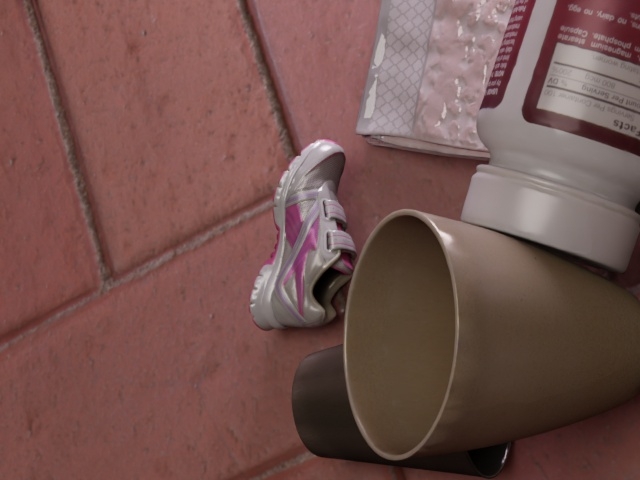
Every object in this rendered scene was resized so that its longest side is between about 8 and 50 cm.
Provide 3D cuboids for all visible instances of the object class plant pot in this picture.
[{"bbox_3d":[0.199,0.105,1.790,0.256,0.274,0.257,-175,90,-65],"label":"plant pot"}]

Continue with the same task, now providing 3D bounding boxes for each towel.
[{"bbox_3d":[0.191,-0.265,2.066,0.317,0.053,0.332,9,87,43],"label":"towel"}]

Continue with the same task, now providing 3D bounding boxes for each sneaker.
[{"bbox_3d":[0.000,0.000,2.131,0.111,0.103,0.252,12,89,27],"label":"sneaker"}]

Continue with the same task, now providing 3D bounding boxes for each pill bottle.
[{"bbox_3d":[0.300,-0.177,1.835,0.224,0.224,0.392,18,90,32],"label":"pill bottle"}]

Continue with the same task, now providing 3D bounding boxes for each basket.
[{"bbox_3d":[0.093,0.185,1.994,0.226,0.154,0.204,-10,70,31],"label":"basket"}]

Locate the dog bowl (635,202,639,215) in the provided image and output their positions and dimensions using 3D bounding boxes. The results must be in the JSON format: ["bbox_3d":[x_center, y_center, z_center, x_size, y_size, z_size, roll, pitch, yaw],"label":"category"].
[{"bbox_3d":[0.471,-0.006,1.791,0.348,0.102,0.349,-32,46,40],"label":"dog bowl"}]
